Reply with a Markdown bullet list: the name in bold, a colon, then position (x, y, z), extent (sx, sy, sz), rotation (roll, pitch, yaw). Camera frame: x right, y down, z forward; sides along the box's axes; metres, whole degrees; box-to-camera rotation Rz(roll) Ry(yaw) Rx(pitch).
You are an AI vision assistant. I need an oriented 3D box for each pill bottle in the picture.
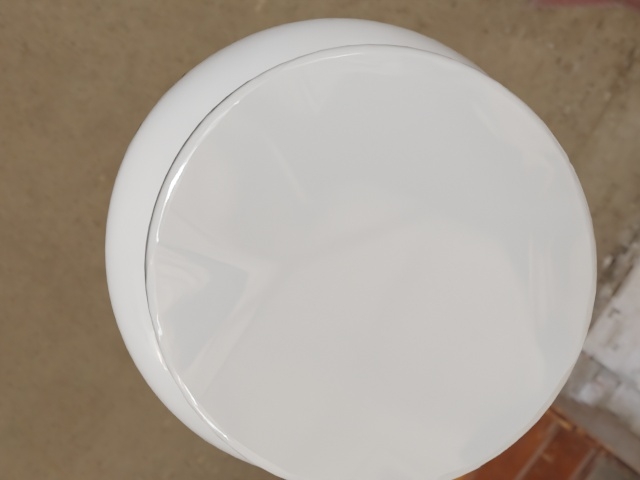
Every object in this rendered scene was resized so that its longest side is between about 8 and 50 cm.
- **pill bottle**: position (0.000, 0.000, 0.720), extent (0.210, 0.363, 0.210), rotation (0, 94, -6)
